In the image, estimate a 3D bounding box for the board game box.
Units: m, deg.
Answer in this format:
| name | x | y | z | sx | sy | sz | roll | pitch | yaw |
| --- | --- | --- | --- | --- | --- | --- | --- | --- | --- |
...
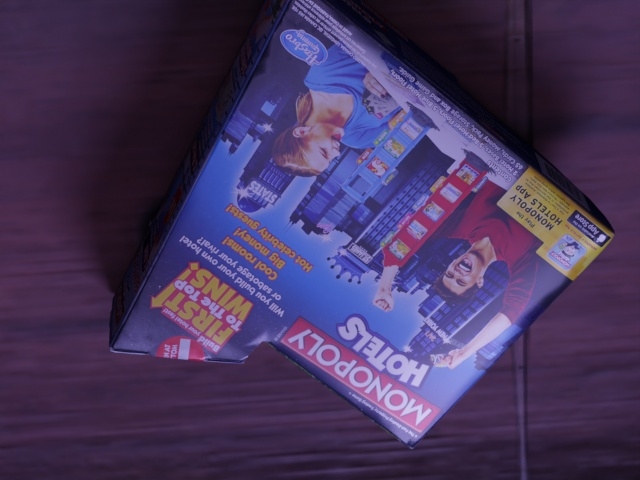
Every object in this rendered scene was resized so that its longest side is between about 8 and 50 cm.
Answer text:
| name | x | y | z | sx | sy | sz | roll | pitch | yaw |
| --- | --- | --- | --- | --- | --- | --- | --- | --- | --- |
| board game box | 0.000 | 0.000 | 0.919 | 0.194 | 0.060 | 0.194 | 38 | 106 | -17 |
